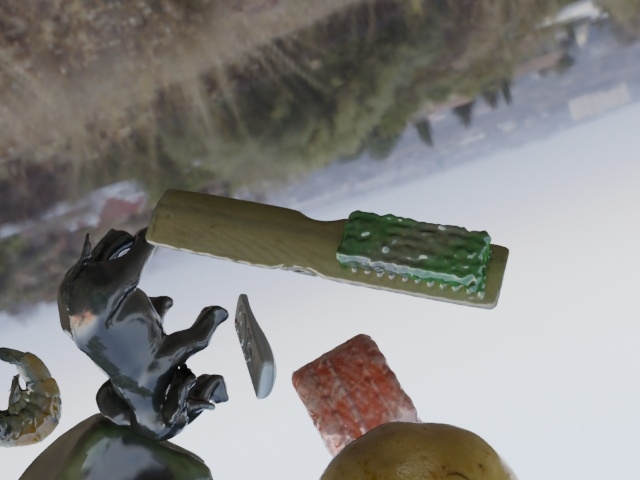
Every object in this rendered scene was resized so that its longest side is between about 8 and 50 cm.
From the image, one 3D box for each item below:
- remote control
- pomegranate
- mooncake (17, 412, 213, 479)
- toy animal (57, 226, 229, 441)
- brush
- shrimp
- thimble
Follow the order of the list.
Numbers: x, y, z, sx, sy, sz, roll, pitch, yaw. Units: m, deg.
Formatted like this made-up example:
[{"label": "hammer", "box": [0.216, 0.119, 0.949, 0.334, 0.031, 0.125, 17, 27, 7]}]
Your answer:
[{"label": "remote control", "box": [-0.076, 0.122, 1.450, 0.027, 0.050, 0.184, 5, -157, -16]}, {"label": "pomegranate", "box": [0.126, 0.370, 1.523, 0.307, 0.307, 0.307, -19, -178, 1]}, {"label": "mooncake", "box": [-0.248, 0.359, 1.260, 0.351, 0.187, 0.351, -49, -159, 27]}, {"label": "toy animal", "box": [-0.176, 0.100, 1.229, 0.114, 0.245, 0.146, -23, -151, 40]}, {"label": "brush", "box": [0.000, 0.000, 0.939, 0.282, 0.054, 0.048, 10, 155, 17]}, {"label": "shrimp", "box": [-0.495, 0.231, 1.851, 0.217, 0.150, 0.051, 7, 178, -11]}, {"label": "thimble", "box": [0.070, 0.278, 2.008, 0.162, 0.239, 0.239, -30, -177, -3]}]
